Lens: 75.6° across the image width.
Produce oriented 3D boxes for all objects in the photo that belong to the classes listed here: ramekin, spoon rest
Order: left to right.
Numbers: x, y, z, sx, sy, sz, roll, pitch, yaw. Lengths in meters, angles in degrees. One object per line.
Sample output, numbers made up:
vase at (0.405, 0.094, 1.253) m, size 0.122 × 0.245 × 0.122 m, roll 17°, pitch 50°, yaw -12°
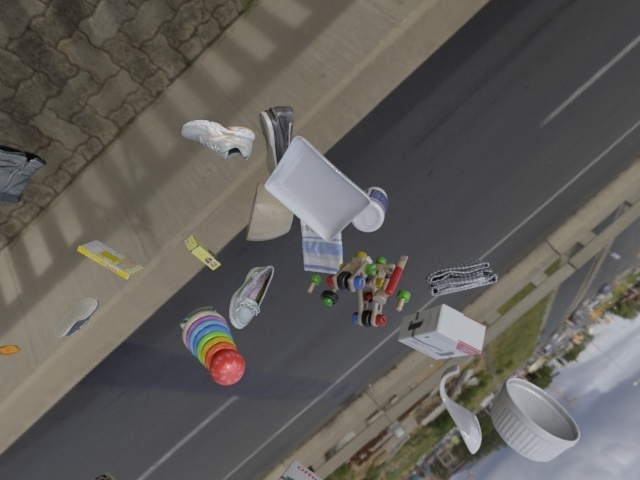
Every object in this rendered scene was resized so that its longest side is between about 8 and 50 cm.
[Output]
spoon rest at (0.452, 0.549, 1.342) m, size 0.084 × 0.276 × 0.137 m, roll -18°, pitch 178°, yaw 21°
ramekin at (0.562, 0.485, 1.108) m, size 0.207 × 0.207 × 0.109 m, roll -2°, pitch 125°, yaw -50°

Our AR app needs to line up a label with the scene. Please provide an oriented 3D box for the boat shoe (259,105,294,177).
boat shoe at (-0.119, -0.276, 1.301) m, size 0.096 × 0.112 × 0.335 m, roll -22°, pitch 151°, yaw -13°

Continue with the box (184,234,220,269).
box at (-0.628, 0.068, 2.208) m, size 0.058 × 0.087 × 0.232 m, roll -39°, pitch 146°, yaw -4°

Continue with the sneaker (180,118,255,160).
sneaker at (-0.372, -0.355, 1.490) m, size 0.263 × 0.120 × 0.099 m, roll 5°, pitch 169°, yaw -9°

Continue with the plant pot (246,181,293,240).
plant pot at (-0.234, -0.120, 1.969) m, size 0.191 × 0.284 × 0.284 m, roll 12°, pitch 130°, yaw -12°

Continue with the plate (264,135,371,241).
plate at (-0.011, -0.148, 1.225) m, size 0.045 × 0.277 × 0.278 m, roll -51°, pitch -176°, yaw -36°

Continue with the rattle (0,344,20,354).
rattle at (-0.981, 0.389, 1.212) m, size 0.130 × 0.200 × 0.142 m, roll -38°, pitch 139°, yaw -10°

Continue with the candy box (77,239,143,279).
candy box at (-0.765, 0.068, 1.511) m, size 0.027 × 0.206 × 0.105 m, roll -59°, pitch -179°, yaw 12°

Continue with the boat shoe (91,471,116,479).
boat shoe at (-0.552, 0.641, 1.034) m, size 0.079 × 0.083 × 0.233 m, roll -6°, pitch 164°, yaw -37°

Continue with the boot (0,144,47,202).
boot at (-0.859, -0.184, 1.060) m, size 0.161 × 0.083 × 0.246 m, roll -48°, pitch 166°, yaw 15°

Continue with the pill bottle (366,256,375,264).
pill bottle at (0.252, 0.186, 1.997) m, size 0.118 × 0.208 × 0.117 m, roll -26°, pitch 162°, yaw -9°

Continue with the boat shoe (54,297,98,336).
boat shoe at (-0.955, 0.304, 1.639) m, size 0.206 × 0.075 × 0.065 m, roll -42°, pitch 161°, yaw -1°

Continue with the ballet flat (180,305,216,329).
ballet flat at (-0.518, 0.369, 1.772) m, size 0.139 × 0.139 × 0.400 m, roll -37°, pitch -177°, yaw -9°

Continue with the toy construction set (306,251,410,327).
toy construction set at (0.169, 0.110, 1.295) m, size 0.309 × 0.257 × 0.237 m, roll -27°, pitch -153°, yaw 53°

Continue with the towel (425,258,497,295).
towel at (0.613, 0.163, 1.833) m, size 0.284 × 0.121 × 0.235 m, roll -15°, pitch 170°, yaw 11°

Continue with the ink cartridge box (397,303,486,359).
ink cartridge box at (0.456, 0.357, 1.584) m, size 0.273 × 0.197 × 0.114 m, roll -43°, pitch -158°, yaw 62°

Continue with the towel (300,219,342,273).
towel at (0.000, 0.000, 1.731) m, size 0.034 × 0.209 × 0.284 m, roll -18°, pitch 108°, yaw -50°

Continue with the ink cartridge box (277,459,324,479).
ink cartridge box at (-0.036, 0.513, 0.734) m, size 0.092 × 0.160 × 0.219 m, roll -62°, pitch 165°, yaw 2°

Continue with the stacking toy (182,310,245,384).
stacking toy at (-0.288, 0.304, 1.158) m, size 0.141 × 0.330 × 0.141 m, roll -4°, pitch 99°, yaw -28°

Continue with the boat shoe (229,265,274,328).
boat shoe at (-0.300, 0.240, 1.822) m, size 0.103 × 0.118 × 0.320 m, roll -19°, pitch -147°, yaw 38°

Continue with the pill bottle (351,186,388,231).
pill bottle at (0.235, -0.154, 1.924) m, size 0.153 × 0.153 × 0.264 m, roll -59°, pitch 179°, yaw 29°
